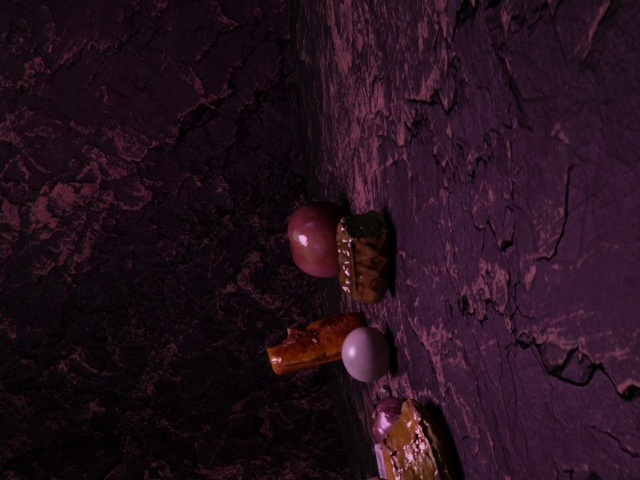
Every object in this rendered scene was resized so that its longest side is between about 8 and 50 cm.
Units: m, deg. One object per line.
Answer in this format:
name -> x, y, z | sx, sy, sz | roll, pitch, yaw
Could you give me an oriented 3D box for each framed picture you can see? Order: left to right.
framed picture -> 0.199, 0.686, 2.047 | 0.260, 0.023, 0.188 | -120, 18, -72

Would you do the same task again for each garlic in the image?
garlic -> 0.197, 0.516, 1.628 | 0.159, 0.102, 0.147 | -83, 4, -77

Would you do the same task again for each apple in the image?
apple -> 0.000, 0.000, 2.133 | 0.306, 0.235, 0.305 | 171, 90, -86

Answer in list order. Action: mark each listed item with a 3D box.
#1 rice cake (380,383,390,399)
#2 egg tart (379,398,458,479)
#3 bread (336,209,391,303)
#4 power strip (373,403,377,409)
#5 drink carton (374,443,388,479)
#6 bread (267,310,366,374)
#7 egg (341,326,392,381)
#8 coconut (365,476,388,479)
rice cake -> 0.222, 0.573, 1.871 | 0.043, 0.034, 0.210 | -88, -10, -74
egg tart -> 0.225, 0.545, 1.327 | 0.341, 0.132, 0.340 | 169, 90, -84
bread -> 0.119, 0.057, 1.543 | 0.152, 0.130, 0.267 | 31, 141, 38
power strip -> 0.216, 0.662, 2.104 | 0.168, 0.028, 0.076 | 86, 173, -54
drink carton -> 0.238, 0.746, 1.640 | 0.130, 0.107, 0.314 | 117, 144, -78
bread -> -0.011, 0.371, 2.122 | 0.185, 0.381, 0.109 | -106, 3, -46
egg -> 0.141, 0.351, 1.732 | 0.209, 0.151, 0.151 | 84, 174, -48
coconut -> 0.153, 0.720, 1.455 | 0.197, 0.237, 0.237 | -56, 5, -4
